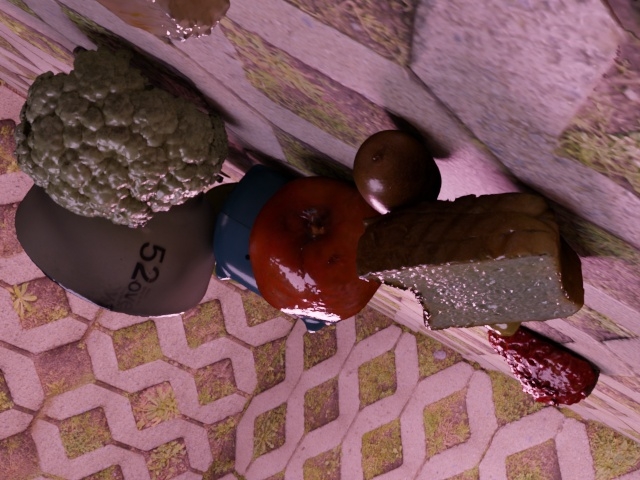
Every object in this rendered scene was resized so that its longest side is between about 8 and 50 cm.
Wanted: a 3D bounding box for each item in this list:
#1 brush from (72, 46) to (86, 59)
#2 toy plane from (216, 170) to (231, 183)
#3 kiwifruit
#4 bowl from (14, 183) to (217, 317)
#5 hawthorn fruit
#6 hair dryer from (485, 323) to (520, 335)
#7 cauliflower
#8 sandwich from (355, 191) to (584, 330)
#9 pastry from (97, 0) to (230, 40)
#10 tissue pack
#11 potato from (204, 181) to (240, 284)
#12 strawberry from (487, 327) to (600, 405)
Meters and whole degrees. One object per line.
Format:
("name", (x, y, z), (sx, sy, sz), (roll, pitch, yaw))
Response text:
("brush", (-0.376, -0.225, 1.431), (0.085, 0.020, 0.337), (36, 159, 24))
("toy plane", (-0.288, -0.177, 1.536), (0.244, 0.092, 0.229), (28, 176, 33))
("kiwifruit", (0.073, -0.061, 0.756), (0.075, 0.075, 0.124), (27, 178, 27))
("bowl", (-0.316, -0.053, 1.363), (0.353, 0.185, 0.354), (27, -154, -14))
("hawthorn fruit", (0.000, 0.000, 1.108), (0.211, 0.211, 0.299), (29, 165, 10))
("hair dryer", (0.212, 0.042, 0.987), (0.134, 0.090, 0.279), (30, 169, 9))
("cauliflower", (-0.296, -0.158, 1.183), (0.275, 0.272, 0.250), (47, -160, -20))
("sandwich", (0.156, 0.028, 0.787), (0.186, 0.065, 0.214), (-7, 156, 22))
("pastry", (-0.137, -0.210, 0.497), (0.121, 0.089, 0.258), (16, 175, 11))
("tissue pack", (-0.040, 0.019, 1.358), (0.287, 0.206, 0.198), (31, -177, 2))
("potato", (-0.127, -0.009, 1.613), (0.304, 0.216, 0.216), (11, 173, 4))
("strawberry", (0.422, 0.251, 1.575), (0.236, 0.111, 0.190), (29, 177, 16))
